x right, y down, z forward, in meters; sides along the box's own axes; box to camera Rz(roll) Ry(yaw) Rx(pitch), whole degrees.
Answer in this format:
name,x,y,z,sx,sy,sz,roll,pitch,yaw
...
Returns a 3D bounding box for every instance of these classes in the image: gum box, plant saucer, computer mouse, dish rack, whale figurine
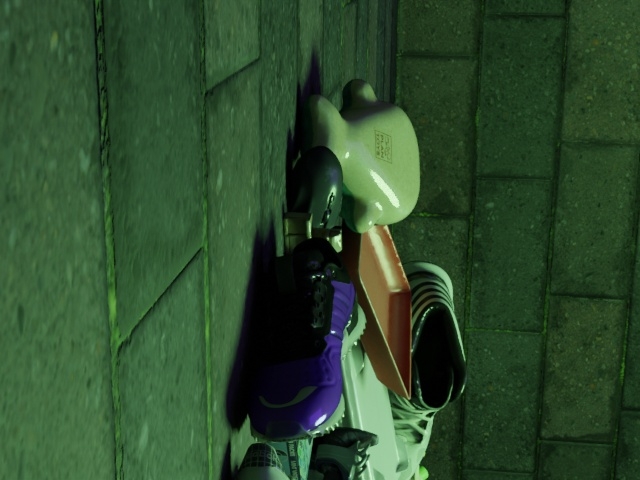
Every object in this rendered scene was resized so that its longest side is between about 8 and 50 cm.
name,x,y,z,sx,sy,sz,roll,pitch,yaw
gum box,-0.032,0.191,1.331,0.184,0.041,0.157,-81,171,-46
plant saucer,0.082,0.069,1.666,0.259,0.048,0.258,-84,157,-52
computer mouse,0.000,0.000,1.375,0.071,0.041,0.242,-20,118,-37
dish rack,0.068,0.263,1.711,0.285,0.072,0.333,-16,96,-75
whale figurine,0.032,-0.114,1.505,0.272,0.141,0.216,14,72,-59

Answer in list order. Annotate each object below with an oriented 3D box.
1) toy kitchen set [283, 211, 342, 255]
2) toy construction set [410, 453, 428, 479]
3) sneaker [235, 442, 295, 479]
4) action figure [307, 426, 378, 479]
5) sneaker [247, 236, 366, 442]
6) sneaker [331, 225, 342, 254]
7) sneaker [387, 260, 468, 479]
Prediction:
name,x,y,z,sx,sy,sz,roll,pitch,yaw
toy kitchen set,-0.012,0.020,1.317,0.075,0.068,0.083,-77,167,-55
toy construction set,0.143,0.551,2.180,0.151,0.215,0.327,-13,96,-38
sneaker,-0.043,0.292,1.131,0.235,0.090,0.095,84,1,-57
action figure,-0.001,0.374,1.434,0.285,0.099,0.185,-71,175,-51
sneaker,-0.027,0.089,1.165,0.293,0.102,0.146,-71,150,-63
sneaker,0.036,0.018,1.775,0.161,0.057,0.075,-23,119,-78
sneaker,0.139,0.280,1.906,0.257,0.169,0.447,-91,-170,-72
